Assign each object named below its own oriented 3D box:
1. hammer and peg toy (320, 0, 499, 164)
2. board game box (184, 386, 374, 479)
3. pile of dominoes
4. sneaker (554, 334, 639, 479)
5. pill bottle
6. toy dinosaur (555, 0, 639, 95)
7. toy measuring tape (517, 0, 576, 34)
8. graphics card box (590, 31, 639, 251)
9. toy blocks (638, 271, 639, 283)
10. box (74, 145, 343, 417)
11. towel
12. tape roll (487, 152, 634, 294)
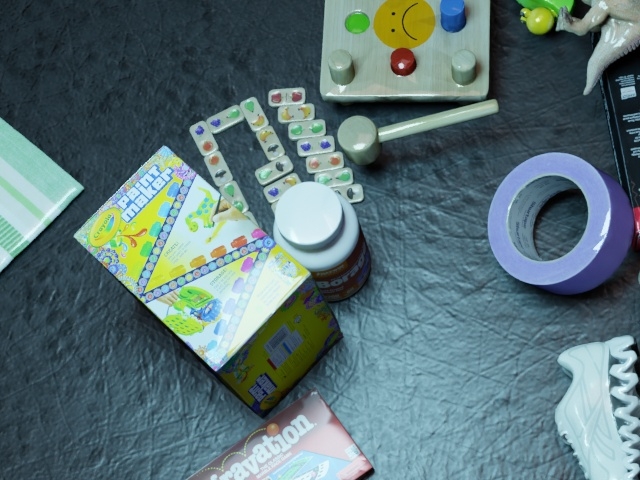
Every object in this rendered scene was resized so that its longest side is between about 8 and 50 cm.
[{"bbox_3d":[0.134,-0.276,1.963,0.266,0.127,0.361,0,70,7],"label":"hammer and peg toy"},{"bbox_3d":[-0.080,0.344,1.821,0.281,0.027,0.145,-36,67,-5],"label":"board game box"},{"bbox_3d":[-0.070,-0.122,1.985,0.196,0.040,0.251,-28,68,-1],"label":"pile of dominoes"},{"bbox_3d":[0.376,0.270,1.740,0.118,0.110,0.292,-4,61,16],"label":"sneaker"},{"bbox_3d":[0.000,0.000,1.832,0.121,0.216,0.121,-3,70,9],"label":"pill bottle"},{"bbox_3d":[0.446,-0.354,1.850,0.200,0.127,0.295,8,75,6],"label":"toy dinosaur"},{"bbox_3d":[0.363,-0.464,2.003,0.121,0.121,0.330,15,73,14],"label":"toy measuring tape"},{"bbox_3d":[0.534,-0.179,1.879,0.233,0.094,0.370,-9,70,6],"label":"graphics card box"},{"bbox_3d":[0.591,0.111,1.636,0.309,0.260,0.288,-16,86,2],"label":"toy blocks"},{"bbox_3d":[-0.144,0.064,1.793,0.279,0.290,0.177,41,82,21],"label":"box"},{"bbox_3d":[-0.566,-0.036,2.037,0.248,0.038,0.325,39,78,18],"label":"towel"},{"bbox_3d":[0.335,-0.023,1.819,0.189,0.080,0.189,-10,72,34],"label":"tape roll"}]
